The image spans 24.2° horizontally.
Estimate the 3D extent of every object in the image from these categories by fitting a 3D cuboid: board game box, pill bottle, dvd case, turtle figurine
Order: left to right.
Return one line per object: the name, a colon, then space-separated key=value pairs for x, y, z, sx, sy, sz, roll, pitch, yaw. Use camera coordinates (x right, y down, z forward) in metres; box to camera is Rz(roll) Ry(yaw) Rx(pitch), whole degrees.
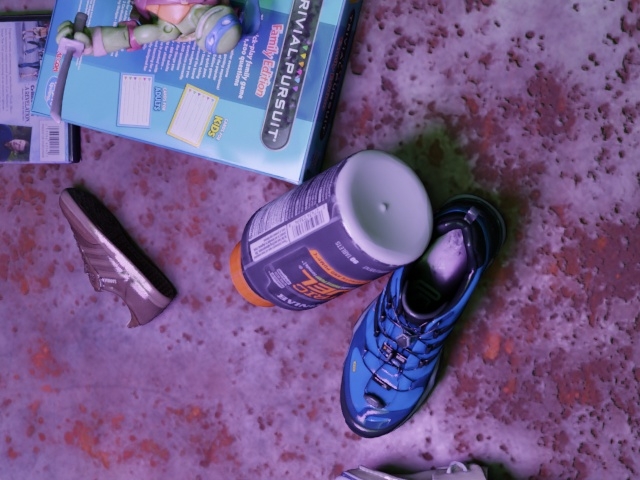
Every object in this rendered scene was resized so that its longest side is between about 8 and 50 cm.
dvd case: x=-0.413 y=-0.184 z=1.830 sx=0.253 sy=0.022 sz=0.180 roll=1 pitch=94 yaw=17
turtle figurine: x=-0.213 y=-0.295 z=1.560 sx=0.266 sy=0.275 sz=0.197 roll=44 pitch=135 yaw=31
board game box: x=-0.140 y=-0.226 z=1.705 sx=0.336 sy=0.079 sz=0.253 roll=16 pitch=96 yaw=12
pill bottle: x=0.000 y=0.000 z=1.628 sx=0.246 sy=0.130 sz=0.130 roll=-28 pitch=86 yaw=50

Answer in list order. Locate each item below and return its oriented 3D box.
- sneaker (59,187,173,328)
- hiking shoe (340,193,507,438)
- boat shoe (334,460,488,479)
sneaker: x=-0.260 y=0.023 z=1.778 sx=0.071 sy=0.066 sz=0.188 roll=-44 pitch=81 yaw=16
hiking shoe: x=0.094 y=0.085 z=1.642 sx=0.113 sy=0.132 sz=0.304 roll=27 pitch=102 yaw=13
boat shoe: x=0.165 y=0.295 z=1.666 sx=0.302 sy=0.109 sz=0.094 roll=15 pitch=83 yaw=6
